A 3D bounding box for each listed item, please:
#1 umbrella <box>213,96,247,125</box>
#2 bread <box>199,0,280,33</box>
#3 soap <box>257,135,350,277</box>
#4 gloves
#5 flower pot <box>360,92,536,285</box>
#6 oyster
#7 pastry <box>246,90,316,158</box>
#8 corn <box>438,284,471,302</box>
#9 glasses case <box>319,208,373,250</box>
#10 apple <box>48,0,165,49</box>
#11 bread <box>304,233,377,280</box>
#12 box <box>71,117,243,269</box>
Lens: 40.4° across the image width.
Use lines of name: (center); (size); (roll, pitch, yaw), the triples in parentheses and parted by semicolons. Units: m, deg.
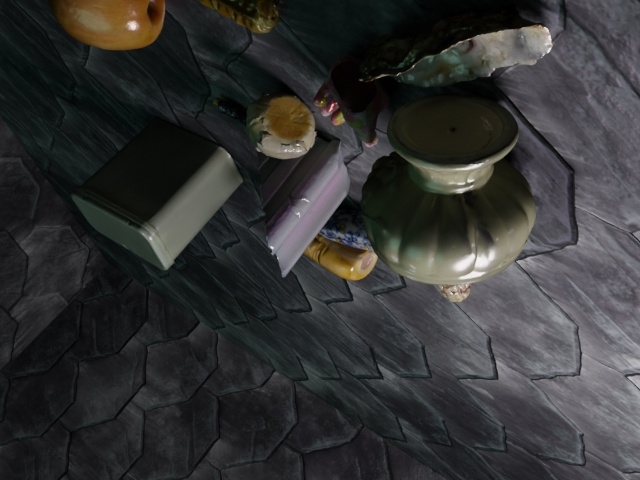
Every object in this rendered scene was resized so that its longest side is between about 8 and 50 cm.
umbrella: (-0.201, -0.309, 2.112); (0.144, 0.037, 0.040); (31, 155, 20)
bread: (-0.230, -0.512, 1.712); (0.367, 0.084, 0.077); (33, -163, 17)
soap: (-0.103, -0.112, 1.990); (0.257, 0.302, 0.159); (29, 164, 27)
gloves: (0.069, -0.266, 1.642); (0.145, 0.126, 0.241); (34, -173, 4)
flower pot: (0.219, -0.102, 1.493); (0.307, 0.307, 0.244); (28, 139, 31)
oyster: (0.159, -0.297, 1.357); (0.396, 0.204, 0.111); (3, 100, 55)
pastry: (-0.085, -0.246, 1.885); (0.166, 0.166, 0.088); (41, 153, -1)
corn: (0.271, 0.041, 1.938); (0.079, 0.079, 0.237); (15, 147, 48)
glasses case: (0.088, -0.028, 2.099); (0.248, 0.087, 0.065); (13, 140, 47)
apple: (-0.450, -0.531, 1.875); (0.241, 0.242, 0.242); (22, 155, 13)
bread: (0.000, 0.000, 2.231); (0.305, 0.142, 0.091); (33, 123, 24)
box: (-0.454, -0.142, 2.442); (0.352, 0.344, 0.177); (26, 155, 35)
